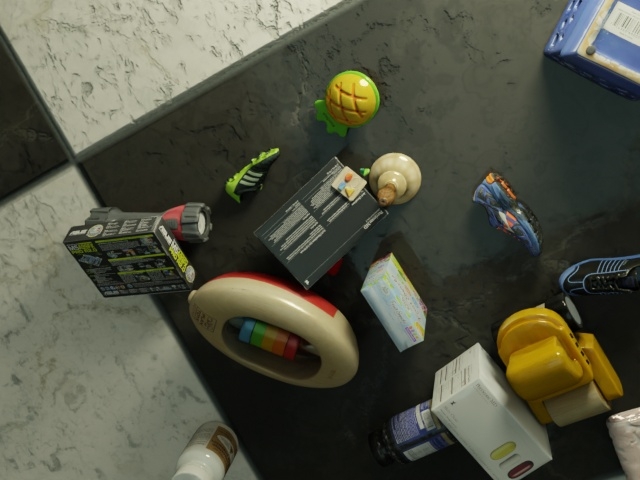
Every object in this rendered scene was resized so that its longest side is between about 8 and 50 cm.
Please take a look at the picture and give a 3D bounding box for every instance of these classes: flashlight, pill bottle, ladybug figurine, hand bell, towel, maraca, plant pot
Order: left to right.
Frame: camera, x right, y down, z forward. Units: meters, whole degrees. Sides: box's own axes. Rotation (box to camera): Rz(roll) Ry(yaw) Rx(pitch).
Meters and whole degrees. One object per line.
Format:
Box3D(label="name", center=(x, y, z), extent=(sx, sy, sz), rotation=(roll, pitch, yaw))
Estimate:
Box3D(label="flashlight", center=(-0.432, -0.047, 1.868), extent=(0.304, 0.103, 0.103), rotation=(1, 140, 15))
Box3D(label="pill bottle", center=(-0.310, 0.594, 1.955), extent=(0.131, 0.229, 0.131), rotation=(3, 107, 10))
Box3D(label="ladybug figurine", center=(-0.108, 0.204, 1.811), extent=(0.449, 0.162, 0.305), rotation=(24, 137, 1))
Box3D(label="maraca", center=(0.059, -0.313, 1.690), extent=(0.127, 0.099, 0.186), rotation=(51, 135, -4))
Box3D(label="hand bell", center=(0.155, -0.116, 1.647), extent=(0.126, 0.242, 0.126), rotation=(3, 106, 11))
Box3D(label="pill bottle", center=(0.237, 0.493, 1.872), extent=(0.219, 0.123, 0.122), rotation=(-29, 99, 18))
Box3D(label="plant pot", center=(0.614, -0.425, 1.481), extent=(0.236, 0.212, 0.236), rotation=(27, 110, 2))
Box3D(label="towel", center=(0.903, 0.539, 1.789), extent=(0.317, 0.053, 0.331), rotation=(-20, 100, 16))

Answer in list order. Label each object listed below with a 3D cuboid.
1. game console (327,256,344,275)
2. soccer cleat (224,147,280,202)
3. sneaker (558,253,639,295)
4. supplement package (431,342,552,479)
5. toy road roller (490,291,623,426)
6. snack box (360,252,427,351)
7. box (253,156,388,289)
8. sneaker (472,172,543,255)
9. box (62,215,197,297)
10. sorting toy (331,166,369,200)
Box3D(label="game console", center=(0.000, 0.000, 1.834), extent=(0.144, 0.085, 0.124), rotation=(24, 78, 3))
Box3D(label="soccer cleat", center=(-0.156, -0.160, 1.800), extent=(0.179, 0.060, 0.072), rotation=(-35, 106, 25))
Box3D(label="sneaker", center=(0.668, 0.085, 1.682), extent=(0.232, 0.090, 0.081), rotation=(-15, 103, 15))
Box3D(label="supplement package", center=(0.410, 0.418, 1.772), extent=(0.145, 0.204, 0.262), rotation=(-41, 94, 18))
Box3D(label="toy road roller", center=(0.533, 0.305, 1.684), extent=(0.202, 0.240, 0.329), rotation=(-29, 100, 26))
Box3D(label="snack box", center=(0.178, 0.142, 1.736), extent=(0.070, 0.207, 0.174), rotation=(-31, 99, 18))
Box3D(label="box", center=(0.001, -0.039, 1.733), extent=(0.261, 0.103, 0.184), rotation=(-43, 90, 0))
Box3D(label="sneaker", center=(0.438, -0.052, 1.705), extent=(0.087, 0.083, 0.221), rotation=(-37, 91, 32))
Box3D(label="box", center=(-0.477, 0.046, 1.856), extent=(0.270, 0.060, 0.216), rotation=(-7, 132, 20))
Box3D(label="sorting toy", center=(0.073, -0.140, 1.678), extent=(0.062, 0.012, 0.083), rotation=(38, 90, -2))
